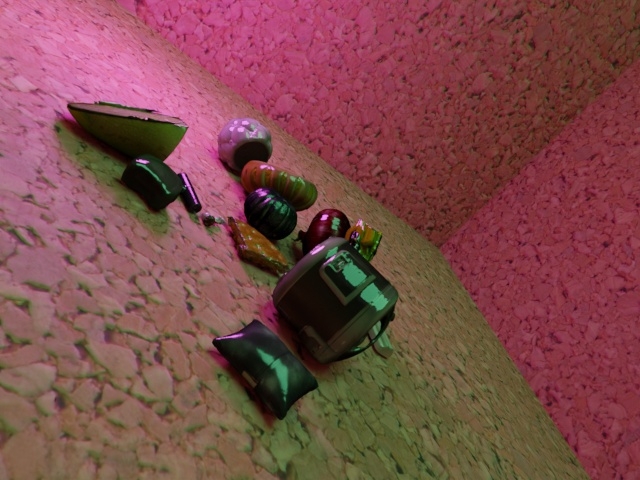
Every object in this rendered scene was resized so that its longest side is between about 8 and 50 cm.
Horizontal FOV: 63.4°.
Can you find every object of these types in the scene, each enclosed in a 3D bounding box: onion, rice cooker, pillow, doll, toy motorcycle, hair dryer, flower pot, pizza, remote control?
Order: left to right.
[{"bbox_3d":[-0.494,-0.175,1.698,0.195,0.050,0.173,15,31,-48],"label":"hair dryer"},{"bbox_3d":[-0.361,-0.067,1.741,0.085,0.040,0.058,24,15,-44],"label":"doll"},{"bbox_3d":[-0.335,-0.424,2.291,0.246,0.246,0.195,25,27,-45],"label":"flower pot"},{"bbox_3d":[-0.227,0.027,1.775,0.292,0.058,0.197,41,19,-1],"label":"pizza"},{"bbox_3d":[-0.130,0.303,1.273,0.250,0.106,0.186,45,25,12],"label":"pillow"},{"bbox_3d":[0.000,0.000,2.061,0.285,0.272,0.273,12,12,14],"label":"onion"},{"bbox_3d":[0.053,0.190,1.584,0.325,0.335,0.335,47,18,10],"label":"rice cooker"},{"bbox_3d":[0.097,0.076,1.867,0.142,0.342,0.206,6,-37,38],"label":"toy motorcycle"},{"bbox_3d":[0.220,0.351,1.998,0.090,0.049,0.230,36,18,-29],"label":"remote control"}]

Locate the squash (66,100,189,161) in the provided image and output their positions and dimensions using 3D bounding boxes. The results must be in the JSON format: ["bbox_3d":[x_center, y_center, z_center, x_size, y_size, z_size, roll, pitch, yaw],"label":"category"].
[{"bbox_3d":[-0.622,-0.393,1.656,0.309,0.210,0.233,36,4,-33],"label":"squash"}]

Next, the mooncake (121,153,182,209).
[{"bbox_3d":[-0.507,-0.173,1.562,0.175,0.104,0.168,54,17,25],"label":"mooncake"}]

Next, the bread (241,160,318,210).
[{"bbox_3d":[-0.182,-0.220,2.170,0.333,0.159,0.333,20,-1,0],"label":"bread"}]

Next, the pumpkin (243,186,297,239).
[{"bbox_3d":[-0.190,-0.102,1.982,0.220,0.162,0.220,45,7,-7],"label":"pumpkin"}]
